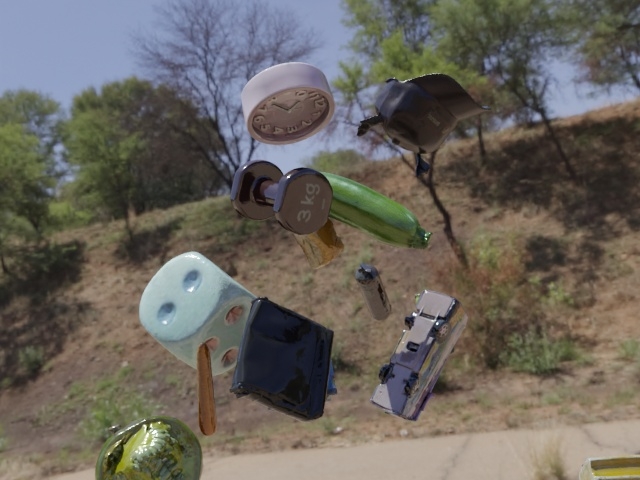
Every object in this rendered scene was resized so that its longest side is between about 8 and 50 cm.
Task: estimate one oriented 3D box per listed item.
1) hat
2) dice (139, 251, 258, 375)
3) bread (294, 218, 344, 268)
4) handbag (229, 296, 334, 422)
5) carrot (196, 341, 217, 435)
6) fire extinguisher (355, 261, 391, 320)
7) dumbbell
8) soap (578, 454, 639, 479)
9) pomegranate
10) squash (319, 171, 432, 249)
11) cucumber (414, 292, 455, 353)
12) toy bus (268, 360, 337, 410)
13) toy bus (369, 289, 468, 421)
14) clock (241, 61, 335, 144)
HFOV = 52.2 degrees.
[{"bbox_3d":[0.252,-0.288,1.664,0.238,0.209,0.336,29,-8,-32],"label":"hat"},{"bbox_3d":[-0.338,0.210,1.900,0.265,0.262,0.268,33,-7,34],"label":"dice"},{"bbox_3d":[-0.001,-0.001,1.580,0.082,0.125,0.106,-23,12,23],"label":"bread"},{"bbox_3d":[-0.085,0.269,1.462,0.223,0.246,0.080,28,-42,-22],"label":"handbag"},{"bbox_3d":[-0.259,0.338,1.479,0.043,0.247,0.043,1,21,0],"label":"carrot"},{"bbox_3d":[0.159,0.148,1.959,0.072,0.089,0.267,-31,-43,-6],"label":"fire extinguisher"},{"bbox_3d":[-0.086,-0.095,1.387,0.124,0.140,0.225,10,3,-37],"label":"dumbbell"},{"bbox_3d":[0.924,0.697,1.929,0.274,0.089,0.173,-4,-40,4],"label":"soap"},{"bbox_3d":[-0.401,0.590,1.612,0.260,0.340,0.260,-30,3,2],"label":"pomegranate"},{"bbox_3d":[0.089,-0.078,1.545,0.395,0.107,0.107,26,13,26],"label":"squash"},{"bbox_3d":[0.356,0.261,2.048,0.069,0.227,0.069,-30,11,7],"label":"cucumber"},{"bbox_3d":[-0.060,0.408,1.852,0.116,0.133,0.234,4,-24,-31],"label":"toy bus"},{"bbox_3d":[0.243,0.285,1.586,0.112,0.317,0.138,18,-19,42],"label":"toy bus"},{"bbox_3d":[-0.070,-0.289,1.404,0.197,0.068,0.197,-15,-25,-7],"label":"clock"}]
